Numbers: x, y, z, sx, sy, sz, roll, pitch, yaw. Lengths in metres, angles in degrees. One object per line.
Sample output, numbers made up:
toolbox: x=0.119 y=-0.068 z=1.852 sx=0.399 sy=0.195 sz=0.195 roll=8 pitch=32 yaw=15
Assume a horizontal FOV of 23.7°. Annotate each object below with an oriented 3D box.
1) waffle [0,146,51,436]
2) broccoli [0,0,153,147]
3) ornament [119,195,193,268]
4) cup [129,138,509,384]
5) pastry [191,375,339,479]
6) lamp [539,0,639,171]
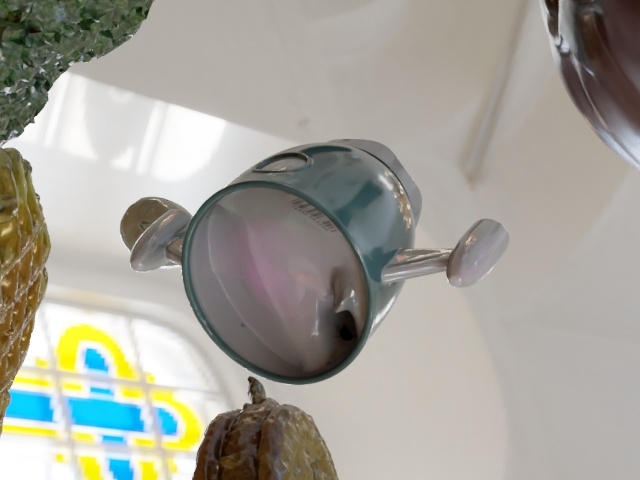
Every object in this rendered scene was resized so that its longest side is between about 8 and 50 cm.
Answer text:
waffle: x=-0.256 y=0.058 z=1.169 sx=0.056 sy=0.261 sz=0.250 roll=12 pitch=-112 yaw=4
broccoli: x=-0.227 y=-0.145 z=0.624 sx=0.308 sy=0.307 sz=0.275 roll=26 pitch=-60 yaw=45
ornament: x=-0.145 y=0.003 z=1.573 sx=0.156 sy=0.081 sz=0.075 roll=29 pitch=-88 yaw=37
cup: x=0.000 y=0.000 z=1.188 sx=0.299 sy=0.173 sz=0.168 roll=2 pitch=-65 yaw=24
pastry: x=-0.048 y=0.310 z=1.837 sx=0.132 sy=0.235 sz=0.240 roll=-6 pitch=-70 yaw=24
lamp: x=0.215 y=-0.161 z=0.682 sx=0.303 sy=0.257 sz=0.303 roll=-170 pitch=-90 yaw=-86
